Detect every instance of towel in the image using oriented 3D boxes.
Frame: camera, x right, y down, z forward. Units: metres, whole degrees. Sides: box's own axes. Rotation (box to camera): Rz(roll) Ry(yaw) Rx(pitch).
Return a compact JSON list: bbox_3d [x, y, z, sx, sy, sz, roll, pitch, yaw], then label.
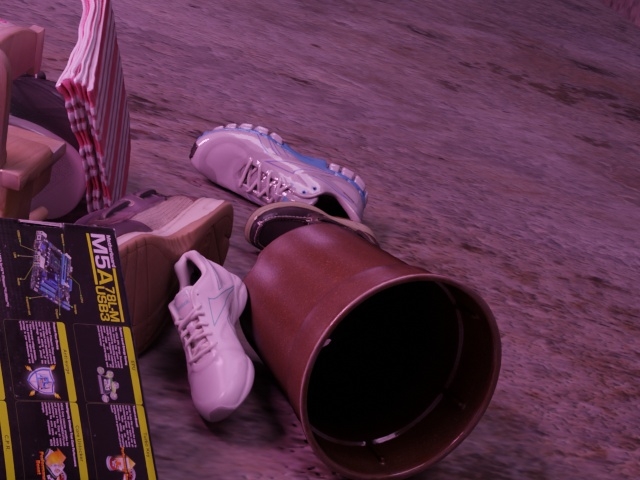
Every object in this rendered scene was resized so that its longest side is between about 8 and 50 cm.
[{"bbox_3d":[-0.186,-0.106,1.351,0.029,0.197,0.144,-1,46,2],"label":"towel"}]

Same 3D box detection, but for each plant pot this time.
[{"bbox_3d":[0.025,0.073,1.230,0.167,0.167,0.165,10,15,-30],"label":"plant pot"}]

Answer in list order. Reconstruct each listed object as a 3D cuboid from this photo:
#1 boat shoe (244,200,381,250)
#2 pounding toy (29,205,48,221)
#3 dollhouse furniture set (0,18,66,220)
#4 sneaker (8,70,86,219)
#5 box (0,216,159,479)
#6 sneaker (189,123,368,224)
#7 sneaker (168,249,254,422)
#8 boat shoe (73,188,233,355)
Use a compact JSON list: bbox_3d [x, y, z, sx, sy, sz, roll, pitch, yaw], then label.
[{"bbox_3d":[0.000,0.000,1.511,0.152,0.056,0.049,7,20,-36],"label":"boat shoe"},{"bbox_3d":[-0.253,0.036,1.091,0.141,0.100,0.130,12,23,-28],"label":"pounding toy"},{"bbox_3d":[-0.283,-0.181,1.202,0.303,0.173,0.355,18,30,9],"label":"dollhouse furniture set"},{"bbox_3d":[-0.319,-0.123,1.428,0.296,0.104,0.147,30,19,2],"label":"sneaker"},{"bbox_3d":[-0.200,0.075,0.999,0.184,0.045,0.190,6,60,-40],"label":"box"},{"bbox_3d":[-0.038,-0.056,1.597,0.191,0.071,0.083,18,27,-12],"label":"sneaker"},{"bbox_3d":[-0.088,0.070,1.197,0.061,0.054,0.152,45,23,-37],"label":"sneaker"},{"bbox_3d":[-0.157,0.021,1.246,0.092,0.102,0.285,14,21,17],"label":"boat shoe"}]
